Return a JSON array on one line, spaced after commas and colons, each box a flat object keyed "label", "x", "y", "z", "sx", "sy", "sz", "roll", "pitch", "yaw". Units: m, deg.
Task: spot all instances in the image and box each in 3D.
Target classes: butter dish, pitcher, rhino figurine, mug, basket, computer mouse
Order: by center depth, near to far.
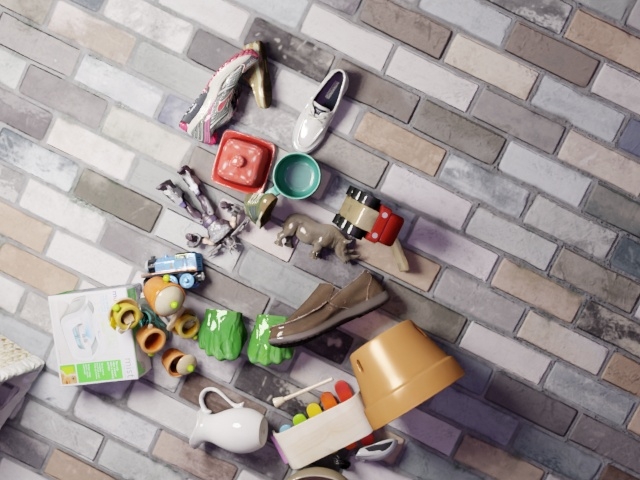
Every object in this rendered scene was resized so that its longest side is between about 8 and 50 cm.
[{"label": "basket", "x": -1.017, "y": 0.417, "z": 1.808, "sx": 0.266, "sy": 0.331, "sz": 0.328, "roll": 36, "pitch": 95, "yaw": 6}, {"label": "butter dish", "x": -0.221, "y": -0.217, "z": 1.816, "sx": 0.159, "sy": 0.118, "sz": 0.160, "roll": 18, "pitch": 95, "yaw": 1}, {"label": "mug", "x": -0.075, "y": -0.178, "z": 1.822, "sx": 0.157, "sy": 0.097, "sz": 0.130, "roll": -1, "pitch": 95, "yaw": 4}, {"label": "rhino figurine", "x": 0.000, "y": 0.000, "z": 1.844, "sx": 0.243, "sy": 0.073, "sz": 0.106, "roll": 20, "pitch": 98, "yaw": 0}, {"label": "computer mouse", "x": 0.135, "y": 0.615, "z": 1.872, "sx": 0.192, "sy": 0.106, "sz": 0.042, "roll": -18, "pitch": 58, "yaw": 0}, {"label": "pitcher", "x": -0.259, "y": 0.515, "z": 1.879, "sx": 0.207, "sy": 0.125, "sz": 0.178, "roll": 0, "pitch": 79, "yaw": 14}]

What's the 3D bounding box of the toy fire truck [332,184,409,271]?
[{"label": "toy fire truck", "x": 0.168, "y": -0.020, "z": 1.774, "sx": 0.246, "sy": 0.217, "sz": 0.159, "roll": 24, "pitch": 95, "yaw": -14}]

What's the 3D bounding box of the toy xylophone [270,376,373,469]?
[{"label": "toy xylophone", "x": 0.002, "y": 0.515, "z": 1.875, "sx": 0.322, "sy": 0.081, "sz": 0.236, "roll": -19, "pitch": 93, "yaw": 4}]

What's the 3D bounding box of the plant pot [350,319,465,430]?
[{"label": "plant pot", "x": 0.213, "y": 0.351, "z": 1.771, "sx": 0.290, "sy": 0.291, "sz": 0.204, "roll": -34, "pitch": 75, "yaw": 5}]

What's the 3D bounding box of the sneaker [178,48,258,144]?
[{"label": "sneaker", "x": -0.263, "y": -0.400, "z": 1.808, "sx": 0.112, "sy": 0.121, "sz": 0.299, "roll": 37, "pitch": 112, "yaw": -12}]

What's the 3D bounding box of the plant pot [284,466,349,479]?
[{"label": "plant pot", "x": -0.005, "y": 0.757, "z": 1.839, "sx": 0.283, "sy": 0.191, "sz": 0.284, "roll": 0, "pitch": 94, "yaw": 4}]

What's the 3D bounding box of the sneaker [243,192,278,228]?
[{"label": "sneaker", "x": -0.175, "y": -0.097, "z": 1.794, "sx": 0.086, "sy": 0.192, "sz": 0.064, "roll": 43, "pitch": 69, "yaw": 5}]

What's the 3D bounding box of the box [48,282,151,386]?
[{"label": "box", "x": -0.623, "y": 0.266, "z": 1.871, "sx": 0.231, "sy": 0.127, "sz": 0.262, "roll": -6, "pitch": 93, "yaw": 5}]

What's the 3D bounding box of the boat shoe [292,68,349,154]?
[{"label": "boat shoe", "x": -0.005, "y": -0.360, "z": 1.811, "sx": 0.095, "sy": 0.084, "sz": 0.258, "roll": 25, "pitch": 95, "yaw": 1}]

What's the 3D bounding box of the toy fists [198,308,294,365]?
[{"label": "toy fists", "x": -0.209, "y": 0.279, "z": 1.864, "sx": 0.279, "sy": 0.096, "sz": 0.142, "roll": 6, "pitch": 79, "yaw": 2}]

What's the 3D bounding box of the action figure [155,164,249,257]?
[{"label": "action figure", "x": -0.327, "y": -0.070, "z": 1.845, "sx": 0.185, "sy": 0.099, "sz": 0.285, "roll": -41, "pitch": 94, "yaw": 0}]

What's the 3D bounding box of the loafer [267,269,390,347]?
[{"label": "loafer", "x": 0.010, "y": 0.187, "z": 1.813, "sx": 0.365, "sy": 0.134, "sz": 0.130, "roll": -22, "pitch": 78, "yaw": -19}]

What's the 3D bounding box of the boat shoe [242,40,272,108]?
[{"label": "boat shoe", "x": -0.182, "y": -0.457, "z": 1.831, "sx": 0.072, "sy": 0.068, "sz": 0.190, "roll": -8, "pitch": 85, "yaw": 16}]

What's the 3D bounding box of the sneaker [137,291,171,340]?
[{"label": "sneaker", "x": -0.484, "y": 0.231, "z": 1.864, "sx": 0.064, "sy": 0.076, "sz": 0.167, "roll": -8, "pitch": 119, "yaw": 23}]

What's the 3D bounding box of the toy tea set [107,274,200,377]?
[{"label": "toy tea set", "x": -0.415, "y": 0.248, "z": 1.799, "sx": 0.200, "sy": 0.124, "sz": 0.336, "roll": -45, "pitch": 133, "yaw": -17}]

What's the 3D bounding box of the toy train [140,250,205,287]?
[{"label": "toy train", "x": -0.422, "y": 0.090, "z": 1.872, "sx": 0.184, "sy": 0.080, "sz": 0.105, "roll": -7, "pitch": 85, "yaw": 7}]
